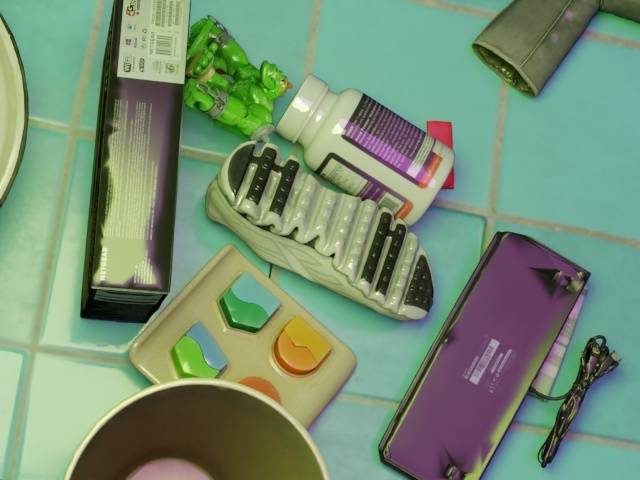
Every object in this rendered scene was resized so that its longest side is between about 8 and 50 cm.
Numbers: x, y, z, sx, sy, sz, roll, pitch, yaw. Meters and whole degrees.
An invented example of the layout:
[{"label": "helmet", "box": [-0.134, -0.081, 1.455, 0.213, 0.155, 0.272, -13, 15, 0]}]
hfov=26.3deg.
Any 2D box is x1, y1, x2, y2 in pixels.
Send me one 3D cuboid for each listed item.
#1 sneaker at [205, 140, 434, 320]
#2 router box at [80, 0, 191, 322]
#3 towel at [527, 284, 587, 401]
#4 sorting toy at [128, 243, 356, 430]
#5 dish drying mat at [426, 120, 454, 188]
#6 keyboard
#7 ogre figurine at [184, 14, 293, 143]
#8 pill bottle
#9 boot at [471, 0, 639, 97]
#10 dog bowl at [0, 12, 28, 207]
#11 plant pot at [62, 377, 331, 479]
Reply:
[{"label": "sneaker", "box": [0.000, 0.000, 1.542, 0.292, 0.118, 0.110, 34, 56, -13]}, {"label": "router box", "box": [-0.197, -0.079, 1.442, 0.081, 0.243, 0.309, 5, 78, -11]}, {"label": "towel", "box": [0.246, 0.100, 1.618, 0.113, 0.023, 0.152, 23, 76, -6]}, {"label": "sorting toy", "box": [-0.079, 0.128, 1.508, 0.208, 0.038, 0.193, 44, 57, -3]}, {"label": "dish drying mat", "box": [0.144, -0.103, 1.641, 0.032, 0.008, 0.083, 1, 80, -11]}, {"label": "keyboard", "box": [0.221, 0.161, 1.581, 0.201, 0.033, 0.317, 31, 80, 0]}, {"label": "ogre figurine", "box": [-0.101, -0.176, 1.536, 0.118, 0.197, 0.097, 37, 94, -22]}, {"label": "pill bottle", "box": [0.048, -0.107, 1.569, 0.193, 0.108, 0.108, 32, 75, -5]}, {"label": "boot", "box": [0.315, -0.258, 1.674, 0.189, 0.076, 0.208, 33, 67, 10]}, {"label": "dog bowl", "box": [-0.514, -0.123, 1.430, 0.408, 0.150, 0.408, 2, 78, -12]}, {"label": "plant pot", "box": [-0.140, 0.277, 1.370, 0.256, 0.274, 0.256, 2, 79, -13]}]
